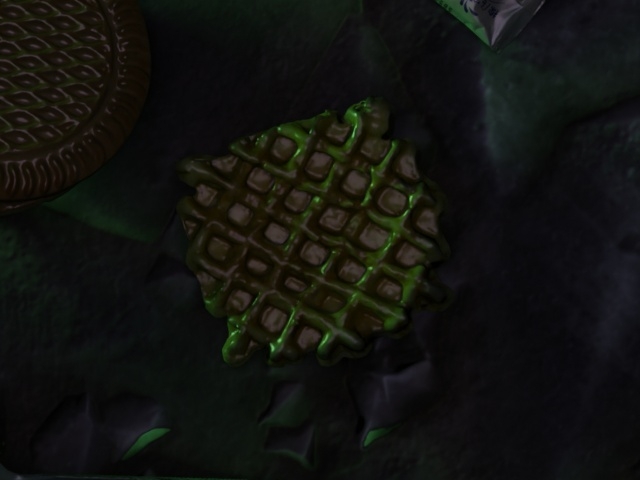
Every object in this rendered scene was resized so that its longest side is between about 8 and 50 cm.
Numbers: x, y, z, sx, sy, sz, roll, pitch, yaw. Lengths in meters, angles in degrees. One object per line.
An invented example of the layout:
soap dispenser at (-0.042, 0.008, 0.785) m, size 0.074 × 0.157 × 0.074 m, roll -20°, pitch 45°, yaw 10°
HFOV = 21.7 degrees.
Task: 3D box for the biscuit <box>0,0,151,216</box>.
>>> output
biscuit at (-0.268, -0.142, 1.359) m, size 0.259 × 0.079 × 0.259 m, roll 3°, pitch 79°, yaw -14°

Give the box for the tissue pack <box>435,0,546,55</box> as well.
tissue pack at (0.116, -0.261, 1.422) m, size 0.193 × 0.026 × 0.122 m, roll 38°, pitch 86°, yaw 1°

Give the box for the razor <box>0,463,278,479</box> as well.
razor at (-0.168, 0.204, 1.346) m, size 0.277 × 0.056 × 0.111 m, roll 7°, pitch 67°, yaw -18°

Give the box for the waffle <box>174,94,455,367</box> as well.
waffle at (0.000, 0.001, 1.385) m, size 0.223 × 0.054 × 0.204 m, roll -18°, pitch 87°, yaw -1°
